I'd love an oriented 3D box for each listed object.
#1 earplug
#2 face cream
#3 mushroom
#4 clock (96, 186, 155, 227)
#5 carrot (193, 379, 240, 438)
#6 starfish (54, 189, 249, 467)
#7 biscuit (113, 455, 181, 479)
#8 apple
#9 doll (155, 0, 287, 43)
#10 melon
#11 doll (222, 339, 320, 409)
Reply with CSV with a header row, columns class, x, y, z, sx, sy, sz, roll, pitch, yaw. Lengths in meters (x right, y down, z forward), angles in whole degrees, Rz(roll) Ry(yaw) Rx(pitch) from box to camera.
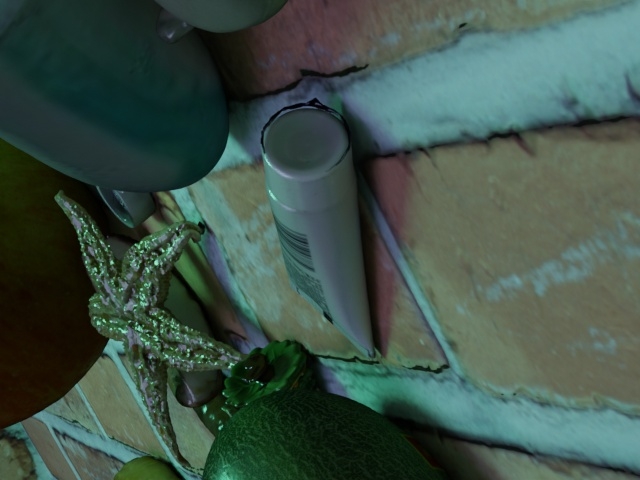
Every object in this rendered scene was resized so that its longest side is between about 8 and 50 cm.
class,x,y,z,sx,sy,sz,roll,pitch,yaw
earplug,-0.167,-0.121,0.962,0.185,0.185,0.324,47,-177,30
face cream,0.000,0.000,0.980,0.092,0.058,0.243,42,160,25
mushroom,-0.159,0.085,1.436,0.210,0.072,0.094,48,154,24
clock,-0.211,-0.071,1.382,0.129,0.041,0.087,45,160,21
carrot,-0.047,0.227,1.396,0.342,0.070,0.070,40,153,45
starfish,-0.154,0.081,1.331,0.231,0.048,0.295,-11,100,48
biscuit,-0.220,0.424,2.040,0.213,0.091,0.274,30,148,50
apple,-0.388,0.037,1.541,0.339,0.340,0.339,48,157,28
doll,-0.049,-0.188,0.754,0.275,0.113,0.154,122,124,-75
melon,0.015,0.219,1.065,0.287,0.182,0.182,48,157,27
doll,-0.018,0.135,1.227,0.113,0.076,0.078,37,-162,-26
